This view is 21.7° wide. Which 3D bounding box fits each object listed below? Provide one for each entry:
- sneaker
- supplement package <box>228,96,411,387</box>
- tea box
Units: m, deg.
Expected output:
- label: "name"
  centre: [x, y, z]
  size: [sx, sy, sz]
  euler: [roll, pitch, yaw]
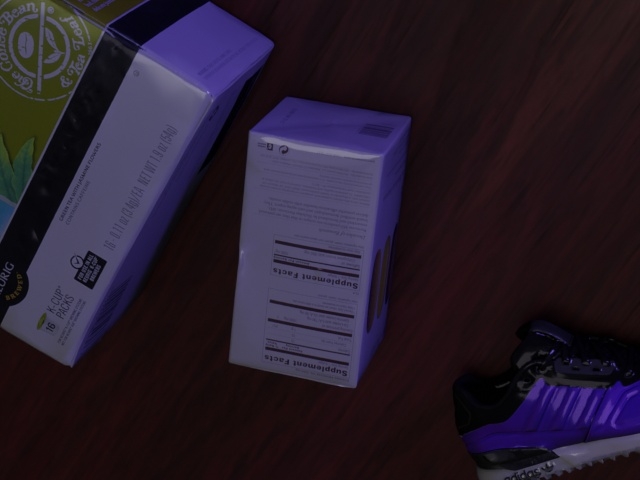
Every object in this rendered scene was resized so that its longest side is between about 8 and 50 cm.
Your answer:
- label: "sneaker"
  centre: [0.259, 0.138, 1.648]
  size: [0.293, 0.102, 0.146]
  euler: [-23, 101, 21]
- label: "supplement package"
  centre: [0.000, 0.000, 1.647]
  size: [0.133, 0.139, 0.244]
  euler: [11, 112, 12]
- label: "tea box"
  centre: [-0.276, -0.118, 1.632]
  size: [0.323, 0.220, 0.329]
  euler: [31, 114, 3]
